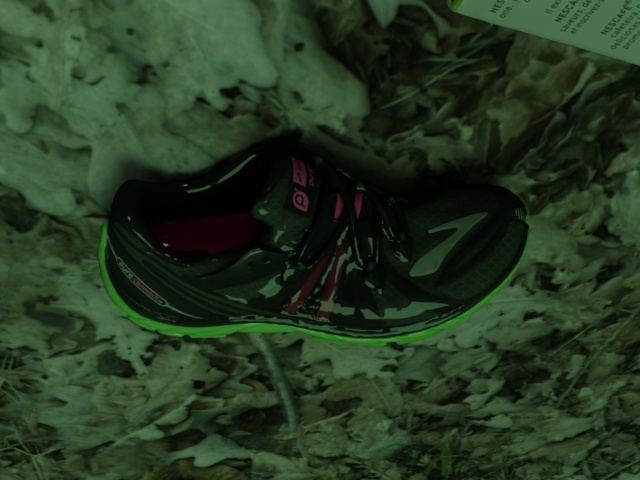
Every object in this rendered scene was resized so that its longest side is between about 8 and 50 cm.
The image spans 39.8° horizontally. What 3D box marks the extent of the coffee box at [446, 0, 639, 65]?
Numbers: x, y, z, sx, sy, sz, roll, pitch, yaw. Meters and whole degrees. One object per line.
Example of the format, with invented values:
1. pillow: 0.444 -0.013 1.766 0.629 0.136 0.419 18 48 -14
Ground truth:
1. coffee box: 0.269 -0.322 0.494 0.335 0.337 0.338 9 146 -20

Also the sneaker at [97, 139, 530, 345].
1. sneaker: 0.000 0.000 0.958 0.483 0.185 0.202 -6 142 -6
